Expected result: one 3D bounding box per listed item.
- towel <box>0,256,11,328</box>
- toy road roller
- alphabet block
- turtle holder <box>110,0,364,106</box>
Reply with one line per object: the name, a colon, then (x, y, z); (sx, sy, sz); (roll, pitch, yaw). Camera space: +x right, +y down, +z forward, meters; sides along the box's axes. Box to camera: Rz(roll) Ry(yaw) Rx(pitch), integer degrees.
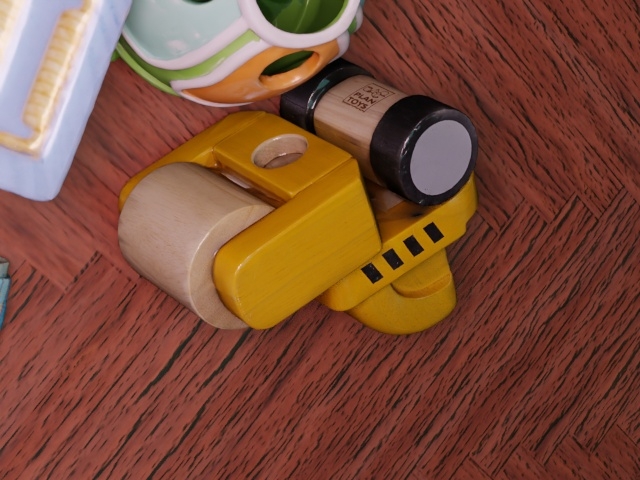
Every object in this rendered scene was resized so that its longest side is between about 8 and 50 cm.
towel: (-0.426, 0.170, 1.262); (0.272, 0.040, 0.370); (12, 95, -32)
toy road roller: (0.000, 0.000, 1.391); (0.330, 0.202, 0.240); (-32, 127, -22)
alphabet block: (-0.293, -0.157, 1.176); (0.193, 0.197, 0.192); (23, 88, -33)
turtle holder: (-0.061, -0.272, 1.270); (0.243, 0.227, 0.320); (18, 92, -32)
